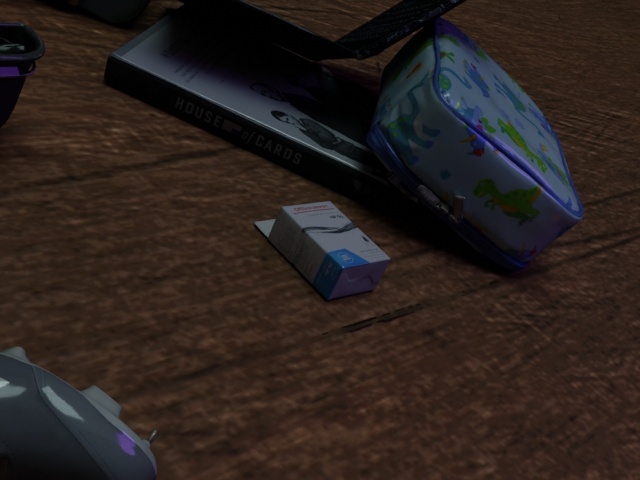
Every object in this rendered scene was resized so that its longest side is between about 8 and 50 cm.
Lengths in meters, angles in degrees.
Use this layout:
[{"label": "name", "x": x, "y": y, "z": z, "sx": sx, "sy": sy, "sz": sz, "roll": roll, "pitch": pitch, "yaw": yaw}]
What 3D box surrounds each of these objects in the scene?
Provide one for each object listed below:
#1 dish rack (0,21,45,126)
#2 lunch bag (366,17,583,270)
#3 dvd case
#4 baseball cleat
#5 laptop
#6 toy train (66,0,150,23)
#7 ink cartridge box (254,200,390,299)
[{"label": "dish rack", "x": -0.326, "y": -0.150, "z": 0.551, "sx": 0.208, "sy": 0.074, "sz": 0.271, "roll": -11, "pitch": 45, "yaw": -48}, {"label": "lunch bag", "x": 0.129, "y": -0.083, "z": 0.751, "sx": 0.176, "sy": 0.090, "sz": 0.219, "roll": 38, "pitch": 27, "yaw": -15}, {"label": "dvd case", "x": -0.041, "y": -0.123, "z": 0.774, "sx": 0.238, "sy": 0.029, "sz": 0.179, "roll": 25, "pitch": 29, "yaw": 0}, {"label": "baseball cleat", "x": -0.169, "y": 0.075, "z": 0.332, "sx": 0.206, "sy": 0.072, "sz": 0.109, "roll": 22, "pitch": 43, "yaw": 3}, {"label": "laptop", "x": 0.014, "y": -0.234, "z": 0.802, "sx": 0.136, "sy": 0.264, "sz": 0.234, "roll": 59, "pitch": -3, "yaw": -15}, {"label": "toy train", "x": -0.225, "y": -0.328, "z": 0.871, "sx": 0.190, "sy": 0.142, "sz": 0.334, "roll": 29, "pitch": 25, "yaw": -19}, {"label": "ink cartridge box", "x": 0.000, "y": 0.000, "z": 0.604, "sx": 0.048, "sy": 0.028, "sz": 0.083, "roll": -9, "pitch": 43, "yaw": -46}]
